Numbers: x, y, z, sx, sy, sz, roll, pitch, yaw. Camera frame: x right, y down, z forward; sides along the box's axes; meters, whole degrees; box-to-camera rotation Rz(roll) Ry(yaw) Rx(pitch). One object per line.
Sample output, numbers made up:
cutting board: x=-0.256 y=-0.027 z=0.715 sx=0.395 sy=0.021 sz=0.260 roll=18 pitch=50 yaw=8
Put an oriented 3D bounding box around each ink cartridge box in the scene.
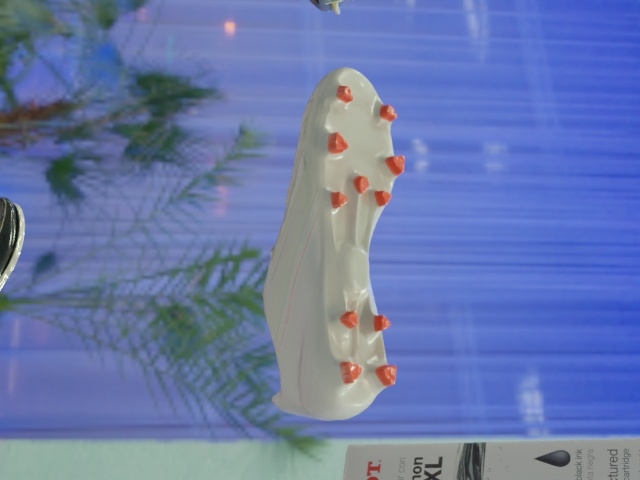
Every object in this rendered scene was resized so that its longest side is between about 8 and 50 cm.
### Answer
ink cartridge box: x=0.130 y=0.237 z=0.854 sx=0.100 sy=0.237 sz=0.172 roll=66 pitch=26 yaw=-47

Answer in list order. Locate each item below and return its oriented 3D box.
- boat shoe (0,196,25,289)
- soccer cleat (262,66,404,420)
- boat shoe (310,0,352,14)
boat shoe: x=-0.407 y=0.030 z=1.400 sx=0.079 sy=0.084 sz=0.233 roll=52 pitch=38 yaw=-35
soccer cleat: x=0.000 y=0.000 z=0.665 sx=0.076 sy=0.068 sz=0.196 roll=-15 pitch=-113 yaw=44
boat shoe: x=-0.011 y=-0.188 z=0.642 sx=0.109 sy=0.091 sz=0.305 roll=60 pitch=13 yaw=11
